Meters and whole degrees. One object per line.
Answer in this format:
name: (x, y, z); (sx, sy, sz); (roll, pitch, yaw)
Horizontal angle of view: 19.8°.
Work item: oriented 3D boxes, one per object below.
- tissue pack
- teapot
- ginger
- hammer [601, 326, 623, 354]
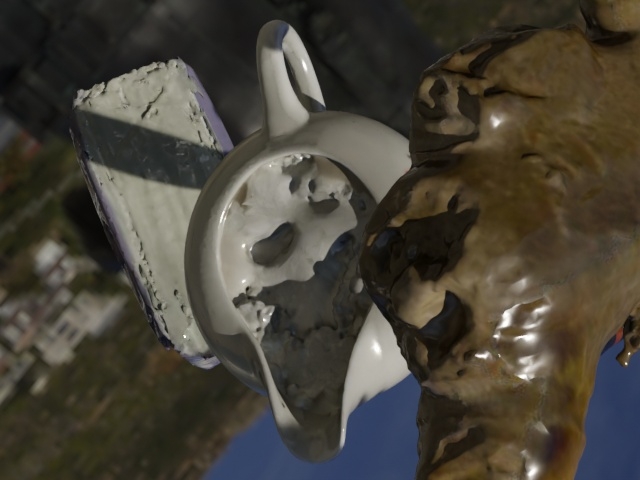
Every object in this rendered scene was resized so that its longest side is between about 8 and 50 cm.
tissue pack: (-0.116, -0.012, 1.619); (0.125, 0.242, 0.343); (-24, 176, -3)
teapot: (0.000, 0.000, 0.915); (0.145, 0.226, 0.092); (-16, 166, 18)
ginger: (0.117, -0.030, 0.670); (0.080, 0.166, 0.333); (-2, -139, 52)
hammer: (0.202, 0.060, 1.250); (0.137, 0.037, 0.290); (-15, 177, 25)
